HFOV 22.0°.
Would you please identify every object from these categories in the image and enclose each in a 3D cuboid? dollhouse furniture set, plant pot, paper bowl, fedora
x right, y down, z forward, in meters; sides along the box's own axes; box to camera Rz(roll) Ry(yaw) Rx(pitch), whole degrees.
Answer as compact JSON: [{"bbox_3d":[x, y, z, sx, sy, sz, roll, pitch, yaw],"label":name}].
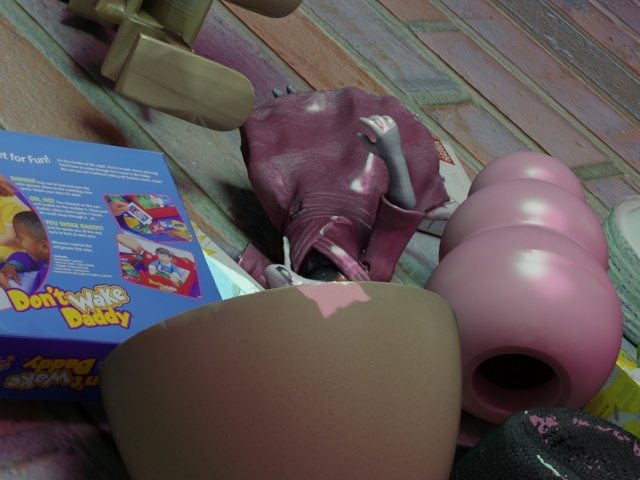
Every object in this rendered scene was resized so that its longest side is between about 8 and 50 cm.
[{"bbox_3d":[-0.076,-0.343,1.819,0.256,0.394,0.362,19,16,-26],"label":"dollhouse furniture set"},{"bbox_3d":[-0.016,0.172,1.256,0.284,0.284,0.191,9,60,-39],"label":"plant pot"},{"bbox_3d":[0.482,0.046,2.087,0.284,0.148,0.284,26,26,-14],"label":"paper bowl"},{"bbox_3d":[0.233,0.258,1.459,0.334,0.152,0.334,25,28,-14],"label":"fedora"}]

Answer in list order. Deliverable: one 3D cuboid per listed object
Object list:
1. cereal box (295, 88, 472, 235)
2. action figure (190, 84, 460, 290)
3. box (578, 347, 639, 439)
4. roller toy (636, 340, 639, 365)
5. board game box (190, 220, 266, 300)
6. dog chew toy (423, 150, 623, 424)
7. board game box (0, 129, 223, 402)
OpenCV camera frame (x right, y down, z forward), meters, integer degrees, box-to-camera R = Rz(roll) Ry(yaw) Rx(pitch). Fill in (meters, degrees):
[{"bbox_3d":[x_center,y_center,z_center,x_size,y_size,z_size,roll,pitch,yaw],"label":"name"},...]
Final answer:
[{"bbox_3d":[0.079,-0.087,1.987,0.240,0.047,0.173,16,31,-30],"label":"cereal box"},{"bbox_3d":[0.000,0.000,1.682,0.370,0.248,0.275,-84,154,-49],"label":"action figure"},{"bbox_3d":[0.329,0.200,1.711,0.043,0.105,0.179,-6,46,-50],"label":"box"},{"bbox_3d":[0.445,0.165,1.791,0.146,0.209,0.191,-13,80,-53],"label":"roller toy"},{"bbox_3d":[-0.136,0.050,1.496,0.201,0.035,0.136,41,49,17],"label":"board game box"},{"bbox_3d":[0.209,0.033,1.712,0.207,0.206,0.331,26,40,-13],"label":"dog chew toy"},{"bbox_3d":[-0.256,0.015,1.335,0.347,0.078,0.233,7,44,-37],"label":"board game box"}]
